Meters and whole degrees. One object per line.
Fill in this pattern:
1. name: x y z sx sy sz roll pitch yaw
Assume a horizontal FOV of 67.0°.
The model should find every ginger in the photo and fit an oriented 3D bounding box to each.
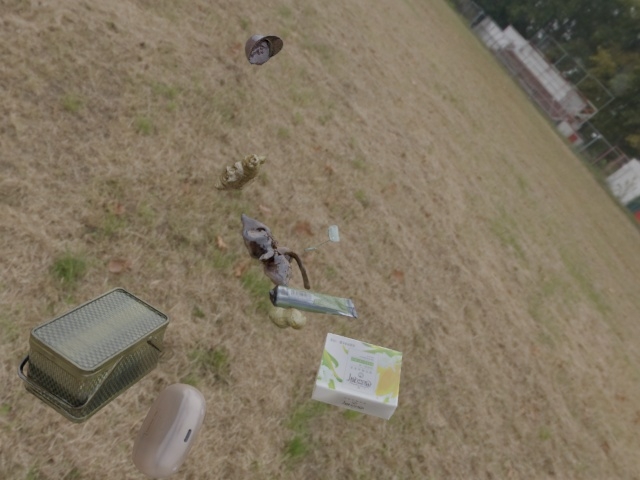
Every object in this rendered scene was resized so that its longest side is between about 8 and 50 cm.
1. ginger: -0.218 -0.171 1.281 0.074 0.137 0.213 58 -14 -11

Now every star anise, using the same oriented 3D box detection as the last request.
1. star anise: -0.149 0.048 1.599 0.350 0.108 0.292 54 17 -5

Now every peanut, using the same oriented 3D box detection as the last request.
1. peanut: -0.054 0.130 0.815 0.037 0.083 0.037 3 85 -43

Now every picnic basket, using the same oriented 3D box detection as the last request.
1. picnic basket: -0.461 0.228 1.009 0.165 0.139 0.266 28 25 13

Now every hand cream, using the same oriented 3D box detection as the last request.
1. hand cream: -0.021 0.161 1.254 0.234 0.055 0.086 11 25 -12

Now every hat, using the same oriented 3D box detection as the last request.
1. hat: -0.103 -0.343 0.842 0.058 0.087 0.042 -18 85 -25

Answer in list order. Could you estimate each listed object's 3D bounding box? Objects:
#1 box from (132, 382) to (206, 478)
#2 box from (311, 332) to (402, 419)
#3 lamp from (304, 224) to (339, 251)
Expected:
1. box: -0.335 0.419 1.074 0.088 0.145 0.200 44 55 -35
2. box: 0.119 0.430 1.542 0.260 0.111 0.195 15 47 -1
3. lamp: 0.000 0.000 1.728 0.050 0.198 0.056 -10 81 -36
